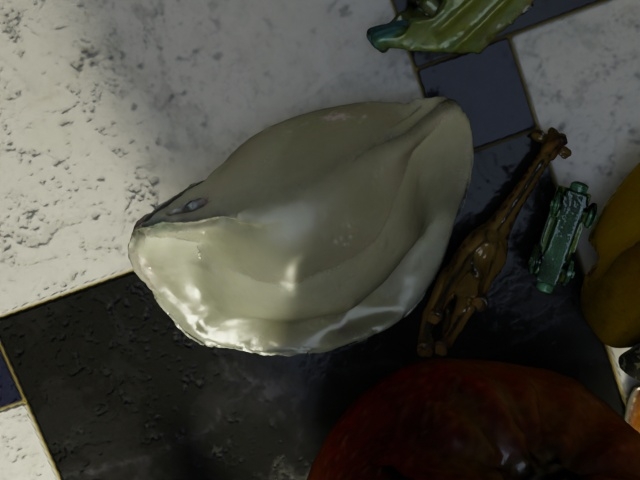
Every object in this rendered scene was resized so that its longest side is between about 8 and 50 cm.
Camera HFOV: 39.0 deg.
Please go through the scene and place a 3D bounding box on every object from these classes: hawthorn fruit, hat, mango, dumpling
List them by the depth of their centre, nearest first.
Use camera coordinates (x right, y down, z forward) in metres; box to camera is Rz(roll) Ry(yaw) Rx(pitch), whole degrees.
[{"bbox_3d":[0.160,0.337,0.893,0.402,0.403,0.403,1,101,3],"label":"hawthorn fruit"},{"bbox_3d":[0.369,0.002,0.928,0.167,0.130,0.262,38,111,-17],"label":"mango"},{"bbox_3d":[0.368,0.131,0.934,0.121,0.050,0.121,-2,137,-2],"label":"hat"},{"bbox_3d":[0.003,-0.002,0.936,0.341,0.181,0.260,-37,127,-23],"label":"dumpling"}]

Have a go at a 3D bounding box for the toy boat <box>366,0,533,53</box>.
[{"bbox_3d":[0.176,-0.262,0.893,0.276,0.111,0.084,-40,102,9],"label":"toy boat"}]

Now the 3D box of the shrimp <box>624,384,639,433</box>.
[{"bbox_3d":[0.428,0.162,0.995,0.164,0.062,0.317,8,100,9],"label":"shrimp"}]

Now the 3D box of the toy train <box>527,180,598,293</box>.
[{"bbox_3d":[0.255,-0.004,0.956,0.050,0.081,0.122,19,101,8],"label":"toy train"}]

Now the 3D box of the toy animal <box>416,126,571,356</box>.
[{"bbox_3d":[0.179,0.004,0.949,0.054,0.149,0.275,33,70,4],"label":"toy animal"}]
